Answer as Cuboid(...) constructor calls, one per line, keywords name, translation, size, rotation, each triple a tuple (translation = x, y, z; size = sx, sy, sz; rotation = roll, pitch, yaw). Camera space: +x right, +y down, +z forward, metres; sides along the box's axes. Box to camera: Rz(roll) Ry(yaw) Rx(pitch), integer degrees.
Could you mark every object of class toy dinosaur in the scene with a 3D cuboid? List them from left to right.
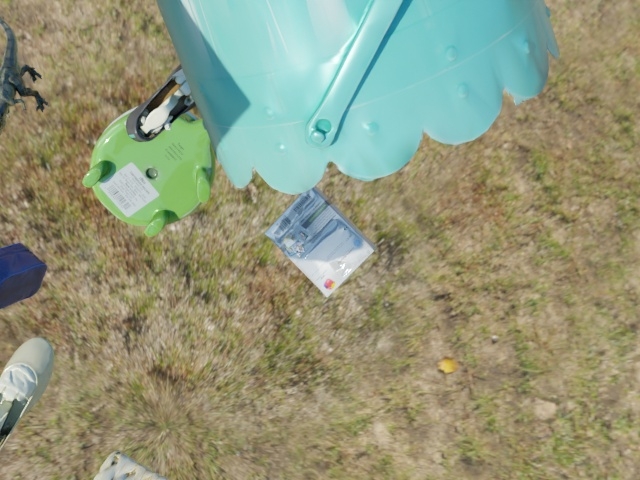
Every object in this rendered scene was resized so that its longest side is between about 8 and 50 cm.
Cuboid(name="toy dinosaur", translation=(-0.629, -0.331, 1.633), size=(0.064, 0.118, 0.268), rotation=(-9, 74, 29))

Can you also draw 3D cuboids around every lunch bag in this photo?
Cuboid(name="lunch bag", translation=(-0.443, 0.045, 1.116), size=(0.065, 0.098, 0.067), rotation=(37, 117, 14))

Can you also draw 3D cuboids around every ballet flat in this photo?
Cuboid(name="ballet flat", translation=(-0.566, 0.295, 1.438), size=(0.086, 0.086, 0.248), rotation=(28, 96, -3))
Cuboid(name="ballet flat", translation=(-0.239, -0.236, 1.306), size=(0.203, 0.074, 0.074), rotation=(-42, 88, 0))

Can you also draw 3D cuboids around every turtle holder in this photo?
Cuboid(name="turtle holder", translation=(-0.321, -0.191, 1.609), size=(0.243, 0.227, 0.320), rotation=(22, 112, -11))

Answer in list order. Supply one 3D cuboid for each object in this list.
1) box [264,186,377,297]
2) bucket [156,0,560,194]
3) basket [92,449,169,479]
Cuboid(name="box", translation=(0.000, 0.000, 1.607), size=(0.186, 0.038, 0.145), rotation=(45, 108, 4))
Cuboid(name="bucket", translation=(0.014, -0.180, 0.541), size=(0.281, 0.281, 0.183), rotation=(-32, 121, -16))
Cuboid(name="basket", translation=(-0.251, 0.506, 1.094), size=(0.266, 0.328, 0.331), rotation=(31, 66, 10))
